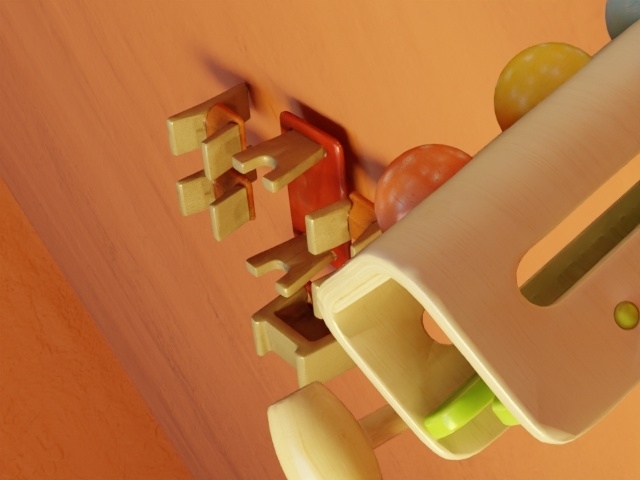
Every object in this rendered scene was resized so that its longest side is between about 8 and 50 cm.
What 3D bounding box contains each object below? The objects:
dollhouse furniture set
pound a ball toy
[{"bbox_3d":[0.000,0.000,1.239,0.262,0.135,0.259,35,144,38],"label":"dollhouse furniture set"},{"bbox_3d":[0.105,-0.010,0.645,0.135,0.319,0.208,51,161,0],"label":"pound a ball toy"}]
